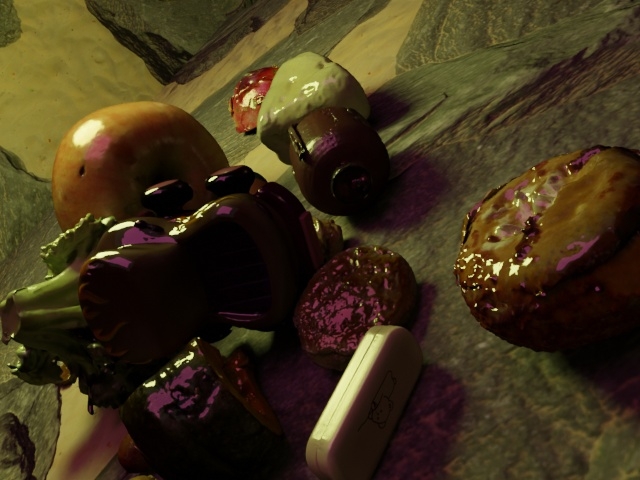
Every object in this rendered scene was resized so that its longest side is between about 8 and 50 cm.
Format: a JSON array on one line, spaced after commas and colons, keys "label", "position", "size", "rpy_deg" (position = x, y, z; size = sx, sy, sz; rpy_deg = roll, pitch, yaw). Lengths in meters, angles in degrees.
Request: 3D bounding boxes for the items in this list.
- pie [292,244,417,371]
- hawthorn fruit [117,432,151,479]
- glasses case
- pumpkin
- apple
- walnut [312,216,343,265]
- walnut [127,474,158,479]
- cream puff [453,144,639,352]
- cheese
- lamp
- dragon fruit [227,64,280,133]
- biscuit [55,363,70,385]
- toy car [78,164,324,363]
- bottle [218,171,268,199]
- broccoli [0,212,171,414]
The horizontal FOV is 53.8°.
[{"label": "pie", "position": [0.050, 0.094, 0.880], "size": [0.193, 0.079, 0.163], "rpy_deg": [-47, 39, -13]}, {"label": "hawthorn fruit", "position": [-0.283, 0.337, 0.962], "size": [0.066, 0.066, 0.103], "rpy_deg": [3, 63, 52]}, {"label": "glasses case", "position": [0.055, 0.189, 0.731], "size": [0.050, 0.083, 0.196], "rpy_deg": [-4, 47, 49]}, {"label": "pumpkin", "position": [-0.167, 0.209, 0.860], "size": [0.139, 0.190, 0.280], "rpy_deg": [-43, 28, -2]}, {"label": "apple", "position": [-0.391, -0.118, 1.396], "size": [0.346, 0.391, 0.391], "rpy_deg": [9, 55, 53]}, {"label": "walnut", "position": [0.000, 0.000, 1.072], "size": [0.078, 0.083, 0.096], "rpy_deg": [-12, 28, -6]}, {"label": "walnut", "position": [-0.240, 0.392, 0.755], "size": [0.137, 0.137, 0.245], "rpy_deg": [-27, 23, 23]}, {"label": "cream puff", "position": [0.261, 0.012, 0.651], "size": [0.240, 0.164, 0.240], "rpy_deg": [-38, 13, 11]}, {"label": "cheese", "position": [0.001, -0.321, 1.416], "size": [0.251, 0.173, 0.248], "rpy_deg": [-22, 42, 33]}, {"label": "lamp", "position": [0.027, -0.145, 1.131], "size": [0.180, 0.180, 0.258], "rpy_deg": [-36, 27, 9]}, {"label": "dragon fruit", "position": [-0.182, -0.403, 1.803], "size": [0.274, 0.126, 0.161], "rpy_deg": [-18, 35, 37]}, {"label": "biscuit", "position": [-0.562, 0.295, 1.402], "size": [0.082, 0.016, 0.092], "rpy_deg": [-43, 29, -14]}, {"label": "toy car", "position": [-0.182, 0.049, 0.933], "size": [0.340, 0.271, 0.240], "rpy_deg": [-13, 15, 18]}, {"label": "bottle", "position": [-0.133, -0.038, 1.214], "size": [0.144, 0.144, 0.336], "rpy_deg": [-36, 28, 9]}, {"label": "broccoli", "position": [-0.407, 0.129, 1.108], "size": [0.293, 0.280, 0.348], "rpy_deg": [10, 98, 36]}]
